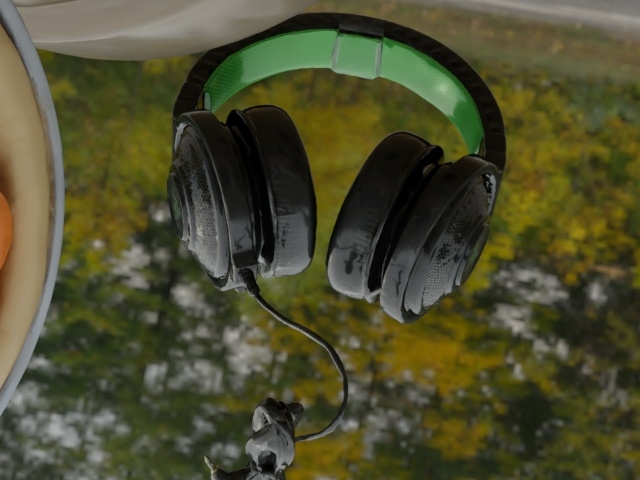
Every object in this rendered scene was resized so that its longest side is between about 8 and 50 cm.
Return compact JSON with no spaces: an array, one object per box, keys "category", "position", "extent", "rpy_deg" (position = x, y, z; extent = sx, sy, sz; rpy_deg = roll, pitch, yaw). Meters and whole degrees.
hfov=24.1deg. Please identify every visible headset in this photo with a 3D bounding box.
[{"category":"headset","position":[0.000,0.000,1.079],"extent":[0.243,0.394,0.185],"rpy_deg":[10,137,2]}]

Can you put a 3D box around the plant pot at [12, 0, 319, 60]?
[{"category":"plant pot","position":[-0.125,-0.224,0.435],"extent":[0.323,0.323,0.280],"rpy_deg":[11,-174,24]}]

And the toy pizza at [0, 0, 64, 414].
[{"category":"toy pizza","position":[-0.142,0.007,0.311],"extent":[0.201,0.201,0.032],"rpy_deg":[11,-168,-39]}]
